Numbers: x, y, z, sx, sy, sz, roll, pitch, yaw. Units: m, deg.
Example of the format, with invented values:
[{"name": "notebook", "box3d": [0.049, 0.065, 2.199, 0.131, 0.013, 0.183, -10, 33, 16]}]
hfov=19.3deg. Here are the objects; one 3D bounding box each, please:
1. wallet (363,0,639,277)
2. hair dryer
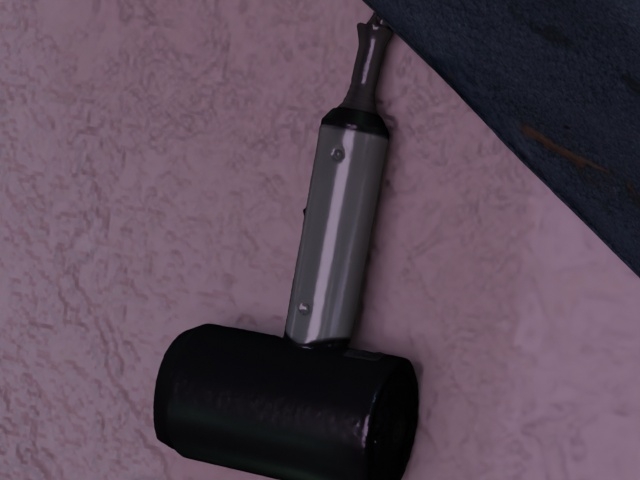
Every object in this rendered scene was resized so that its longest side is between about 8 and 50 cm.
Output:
[{"name": "wallet", "box3d": [0.040, -0.127, 0.669, 0.379, 0.190, 0.046, 44, 70, 11]}, {"name": "hair dryer", "box3d": [0.000, 0.000, 0.764, 0.100, 0.057, 0.197, 12, 88, 22]}]
